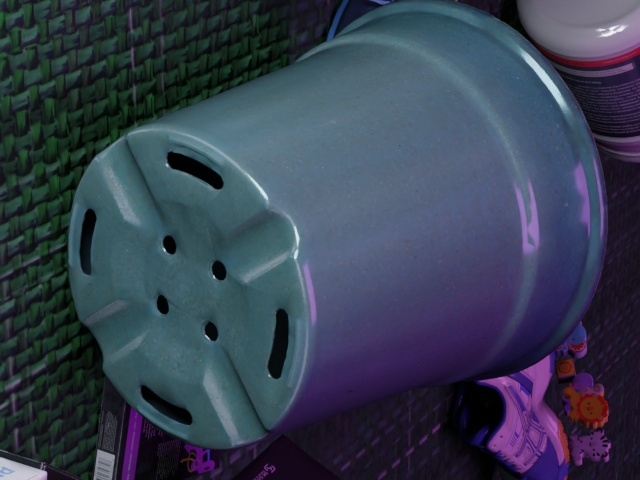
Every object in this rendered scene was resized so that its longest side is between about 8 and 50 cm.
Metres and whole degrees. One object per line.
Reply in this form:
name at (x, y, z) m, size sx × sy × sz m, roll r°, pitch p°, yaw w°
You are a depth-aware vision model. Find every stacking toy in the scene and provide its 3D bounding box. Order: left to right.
stacking toy at (0.310, 0.150, 2.198) m, size 0.167 × 0.052 × 0.221 m, roll 72°, pitch 8°, yaw -62°

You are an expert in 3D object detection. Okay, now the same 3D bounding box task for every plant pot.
plant pot at (0.000, 0.000, 1.459) m, size 0.334 × 0.341 × 0.341 m, roll -22°, pitch 120°, yaw -47°

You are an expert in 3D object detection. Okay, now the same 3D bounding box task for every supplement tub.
supplement tub at (0.347, -0.228, 2.080) m, size 0.191 × 0.191 × 0.272 m, roll -66°, pitch 149°, yaw -20°

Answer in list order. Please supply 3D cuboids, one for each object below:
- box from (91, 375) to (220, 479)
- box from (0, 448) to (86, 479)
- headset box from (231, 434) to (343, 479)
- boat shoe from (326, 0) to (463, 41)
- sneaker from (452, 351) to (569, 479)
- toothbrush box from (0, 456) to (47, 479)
box at (-0.134, 0.154, 1.560) m, size 0.162 × 0.029 × 0.116 m, roll -7°, pitch 108°, yaw -58°
box at (-0.221, 0.198, 1.302) m, size 0.180 × 0.147 × 0.077 m, roll 40°, pitch 66°, yaw -59°
headset box at (-0.089, 0.312, 1.492) m, size 0.218 × 0.110 × 0.293 m, roll -38°, pitch 162°, yaw -48°
boat shoe at (0.087, -0.227, 1.730) m, size 0.258 × 0.089 × 0.109 m, roll -60°, pitch 147°, yaw -27°
sneaker at (0.209, 0.215, 2.133) m, size 0.131 × 0.112 × 0.296 m, roll -36°, pitch 129°, yaw -30°
toothbrush box at (-0.271, 0.281, 1.068) m, size 0.206 × 0.122 × 0.283 m, roll -23°, pitch 122°, yaw -55°
